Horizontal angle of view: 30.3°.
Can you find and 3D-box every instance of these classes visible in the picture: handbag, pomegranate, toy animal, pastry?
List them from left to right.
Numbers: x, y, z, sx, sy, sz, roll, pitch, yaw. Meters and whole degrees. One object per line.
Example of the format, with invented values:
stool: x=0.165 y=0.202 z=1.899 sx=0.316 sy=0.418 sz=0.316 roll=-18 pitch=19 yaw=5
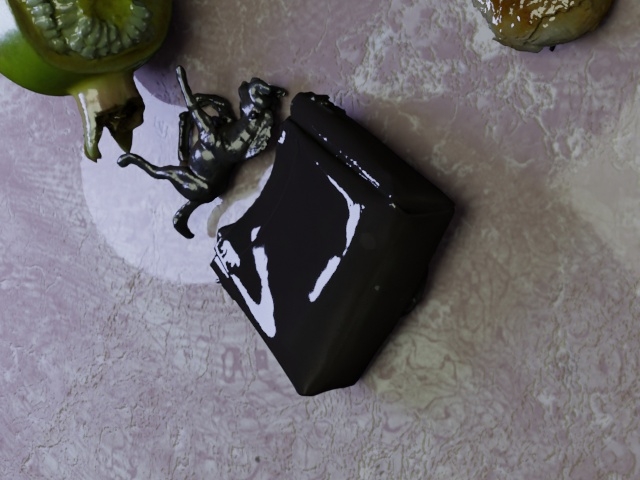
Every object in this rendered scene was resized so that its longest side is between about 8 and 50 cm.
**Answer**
pomegranate: x=-0.305 y=-0.266 z=1.468 sx=0.260 sy=0.260 sz=0.341 roll=-12 pitch=91 yaw=35
toy animal: x=-0.144 y=-0.116 z=1.458 sx=0.148 sy=0.084 sz=0.233 roll=44 pitch=111 yaw=23
handbag: x=0.000 y=0.000 z=1.346 sx=0.257 sy=0.113 sz=0.285 roll=46 pitch=123 yaw=31
pastry: x=0.225 y=-0.266 z=1.196 sx=0.153 sy=0.081 sz=0.153 roll=1 pitch=91 yaw=39
